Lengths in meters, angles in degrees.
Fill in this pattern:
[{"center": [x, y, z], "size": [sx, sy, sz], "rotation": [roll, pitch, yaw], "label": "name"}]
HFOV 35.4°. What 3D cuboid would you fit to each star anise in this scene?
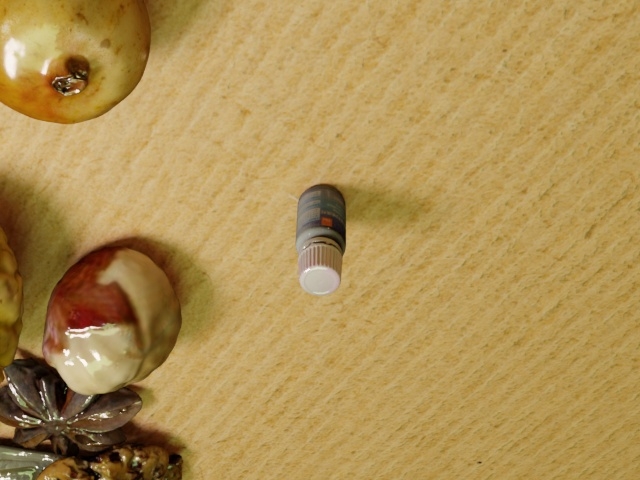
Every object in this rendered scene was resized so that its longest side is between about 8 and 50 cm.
[{"center": [-0.506, 0.321, 1.957], "size": [0.315, 0.108, 0.315], "rotation": [2, 128, 3], "label": "star anise"}]

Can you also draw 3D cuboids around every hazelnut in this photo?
[{"center": [-0.367, 0.140, 1.754], "size": [0.241, 0.261, 0.261], "rotation": [10, 138, 36], "label": "hazelnut"}]

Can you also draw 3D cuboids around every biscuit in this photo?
[{"center": [-0.434, 0.517, 2.060], "size": [0.334, 0.081, 0.289], "rotation": [15, 131, -45], "label": "biscuit"}]

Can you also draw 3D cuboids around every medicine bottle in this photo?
[{"center": [0.000, 0.000, 1.618], "size": [0.083, 0.203, 0.083], "rotation": [1, 131, 2], "label": "medicine bottle"}]

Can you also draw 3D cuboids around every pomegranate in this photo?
[{"center": [-0.351, -0.286, 1.357], "size": [0.264, 0.264, 0.264], "rotation": [0, 130, 1], "label": "pomegranate"}]

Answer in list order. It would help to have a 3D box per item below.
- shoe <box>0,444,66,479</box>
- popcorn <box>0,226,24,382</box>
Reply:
[{"center": [-0.601, 0.492, 2.091], "size": [0.274, 0.098, 0.103], "rotation": [9, 158, -5], "label": "shoe"}, {"center": [-0.667, 0.116, 1.652], "size": [0.344, 0.354, 0.390], "rotation": [14, 88, -5], "label": "popcorn"}]
